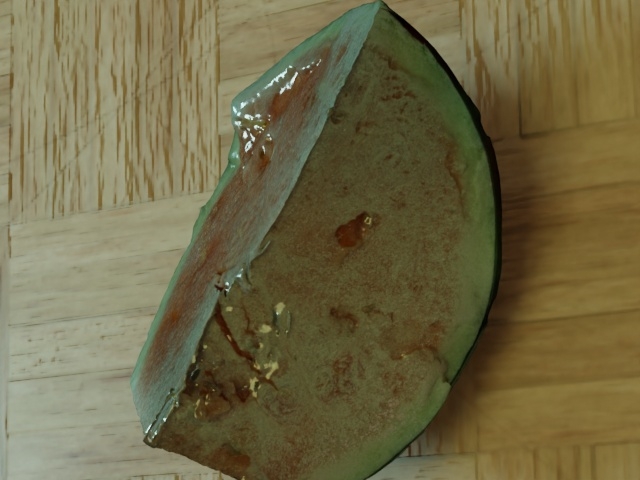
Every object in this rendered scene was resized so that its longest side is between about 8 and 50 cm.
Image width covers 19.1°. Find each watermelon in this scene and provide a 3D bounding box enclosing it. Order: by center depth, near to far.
[{"bbox_3d":[0.000,0.000,1.187,0.224,0.180,0.305,30,100,23],"label":"watermelon"}]
